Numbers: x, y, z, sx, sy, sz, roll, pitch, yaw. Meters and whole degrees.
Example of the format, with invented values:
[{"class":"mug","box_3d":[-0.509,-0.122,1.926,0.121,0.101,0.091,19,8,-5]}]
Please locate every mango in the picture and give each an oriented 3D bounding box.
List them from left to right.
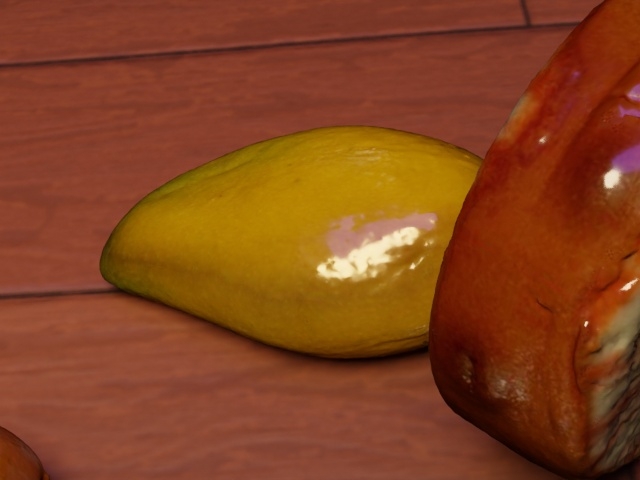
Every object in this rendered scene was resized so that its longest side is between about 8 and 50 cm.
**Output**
[{"class":"mango","box_3d":[0.000,0.000,0.859,0.317,0.119,0.176,-1,53,15]}]

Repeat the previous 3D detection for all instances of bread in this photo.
[{"class":"bread","box_3d":[0.191,-0.005,0.721,0.114,0.295,0.328,30,27,26]}]

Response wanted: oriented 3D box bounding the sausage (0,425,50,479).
[{"class":"sausage","box_3d":[-0.276,0.191,0.709,0.258,0.133,0.133,-35,57,-21]}]
